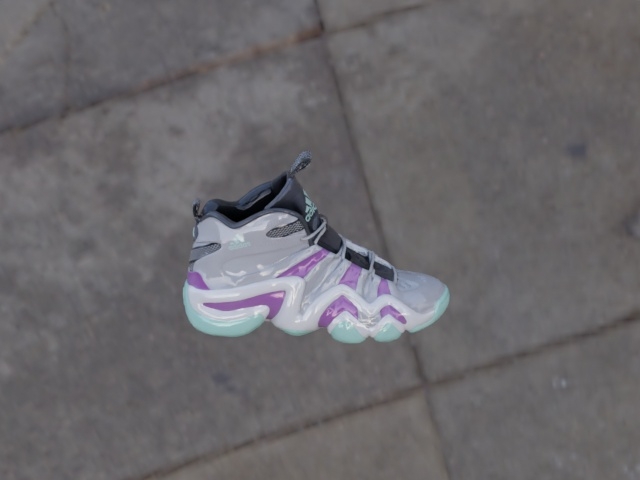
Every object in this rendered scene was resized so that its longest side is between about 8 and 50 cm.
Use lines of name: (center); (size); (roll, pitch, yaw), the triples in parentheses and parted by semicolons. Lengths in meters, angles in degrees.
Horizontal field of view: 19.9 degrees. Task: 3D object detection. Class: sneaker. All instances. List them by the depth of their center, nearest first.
sneaker: (0.000, 0.000, 0.660); (0.098, 0.069, 0.038); (-1, 23, -8)
